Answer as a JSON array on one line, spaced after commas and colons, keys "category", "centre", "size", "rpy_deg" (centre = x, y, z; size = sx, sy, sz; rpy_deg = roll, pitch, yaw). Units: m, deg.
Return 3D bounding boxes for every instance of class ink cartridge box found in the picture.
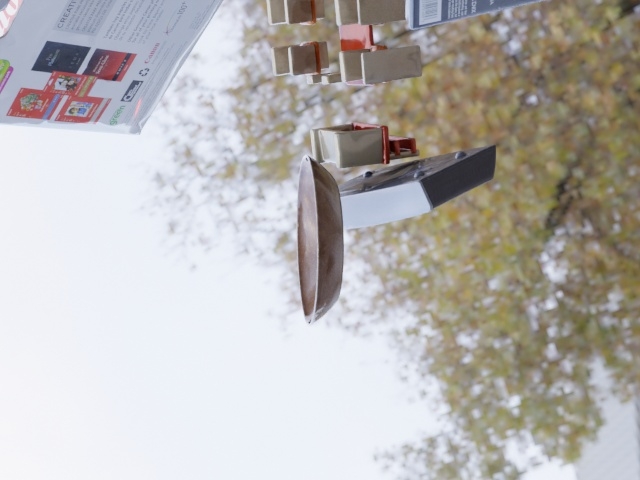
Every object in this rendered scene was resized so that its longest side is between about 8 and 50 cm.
[{"category": "ink cartridge box", "centre": [-0.258, -0.269, 1.449], "size": [0.271, 0.309, 0.130], "rpy_deg": [0, -131, -43]}]

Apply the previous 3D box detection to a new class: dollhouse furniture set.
[{"category": "dollhouse furniture set", "centre": [0.053, -0.236, 1.876], "size": [0.135, 0.262, 0.259], "rpy_deg": [-11, -77, -27]}]

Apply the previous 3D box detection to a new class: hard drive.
[{"category": "hard drive", "centre": [0.104, -0.068, 1.833], "size": [0.172, 0.254, 0.054], "rpy_deg": [-26, -79, -38]}]

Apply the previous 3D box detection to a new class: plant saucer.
[{"category": "plant saucer", "centre": [0.000, 0.000, 1.568], "size": [0.036, 0.199, 0.199], "rpy_deg": [-2, -116, -8]}]

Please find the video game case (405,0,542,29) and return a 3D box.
[{"category": "video game case", "centre": [0.218, -0.315, 1.349], "size": [0.196, 0.274, 0.026], "rpy_deg": [86, 167, -51]}]
